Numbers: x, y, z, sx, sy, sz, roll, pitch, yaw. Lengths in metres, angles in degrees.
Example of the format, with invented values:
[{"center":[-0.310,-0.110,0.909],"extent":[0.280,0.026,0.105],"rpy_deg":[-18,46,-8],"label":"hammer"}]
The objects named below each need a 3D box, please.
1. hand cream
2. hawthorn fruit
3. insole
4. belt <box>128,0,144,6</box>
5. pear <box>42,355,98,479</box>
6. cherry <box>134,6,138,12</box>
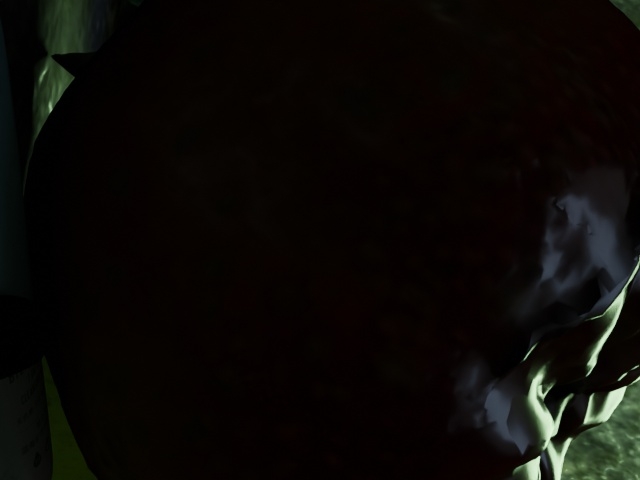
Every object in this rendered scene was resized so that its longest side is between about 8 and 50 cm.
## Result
[{"center":[-0.176,0.038,0.787],"extent":[0.111,0.070,0.312],"rpy_deg":[-73,167,-59],"label":"hand cream"},{"center":[0.000,0.000,0.899],"extent":[0.403,0.403,0.402],"rpy_deg":[12,90,-89],"label":"hawthorn fruit"},{"center":[-0.168,0.047,0.730],"extent":[0.135,0.002,0.045],"rpy_deg":[-2,109,-60],"label":"insole"},{"center":[-0.079,-0.296,1.048],"extent":[0.072,0.087,0.302],"rpy_deg":[64,36,-68],"label":"belt"},{"center":[-0.124,0.014,1.126],"extent":[0.288,0.139,0.239],"rpy_deg":[-78,171,-48],"label":"pear"},{"center":[-0.040,-0.154,1.170],"extent":[0.250,0.175,0.192],"rpy_deg":[-27,-148,56],"label":"cherry"}]
